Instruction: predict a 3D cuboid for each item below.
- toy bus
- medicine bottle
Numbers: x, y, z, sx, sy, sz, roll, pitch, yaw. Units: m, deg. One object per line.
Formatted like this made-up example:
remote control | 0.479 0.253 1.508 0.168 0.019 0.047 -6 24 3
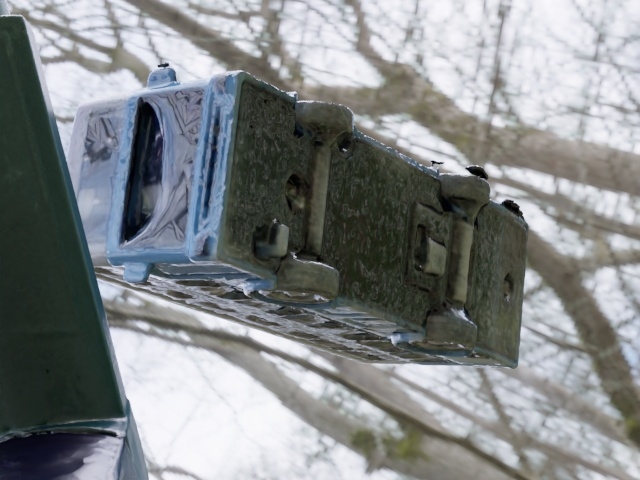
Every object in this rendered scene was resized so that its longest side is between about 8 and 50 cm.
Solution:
toy bus | 0.000 0.000 0.875 0.297 0.131 0.106 22 -110 -52
medicine bottle | -0.127 0.011 0.627 0.079 0.124 0.258 -14 -89 1
